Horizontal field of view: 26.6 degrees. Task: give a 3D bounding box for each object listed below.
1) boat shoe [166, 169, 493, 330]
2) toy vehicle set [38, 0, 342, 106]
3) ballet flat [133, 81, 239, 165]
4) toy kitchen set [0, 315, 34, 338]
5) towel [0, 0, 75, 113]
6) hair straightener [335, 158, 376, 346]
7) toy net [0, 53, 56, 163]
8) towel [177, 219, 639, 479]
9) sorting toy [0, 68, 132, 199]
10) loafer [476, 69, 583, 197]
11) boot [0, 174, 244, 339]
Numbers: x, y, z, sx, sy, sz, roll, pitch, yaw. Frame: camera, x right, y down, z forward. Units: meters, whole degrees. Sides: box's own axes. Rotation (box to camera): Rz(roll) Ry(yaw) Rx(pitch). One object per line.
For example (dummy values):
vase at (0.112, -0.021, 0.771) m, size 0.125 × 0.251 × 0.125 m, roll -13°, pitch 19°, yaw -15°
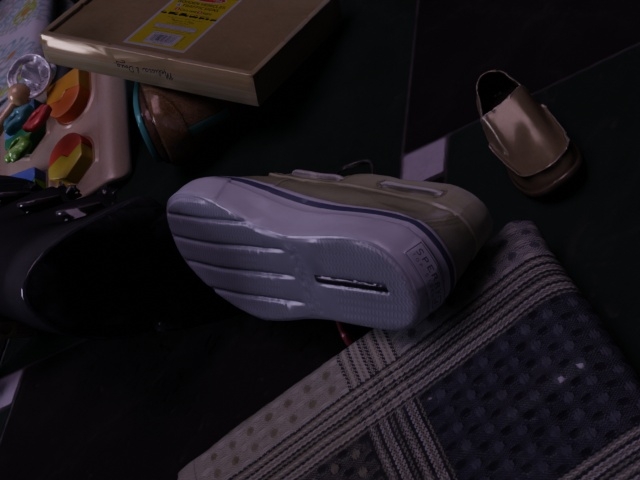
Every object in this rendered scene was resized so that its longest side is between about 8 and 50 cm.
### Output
boat shoe at (0.000, 0.000, 0.992) m, size 0.094 × 0.109 × 0.302 m, roll -34°, pitch 28°, yaw -31°
toy vehicle set at (-0.132, -0.216, 1.377) m, size 0.266 × 0.035 × 0.166 m, roll 15°, pitch 44°, yaw 28°
ballet flat at (-0.151, -0.199, 1.467) m, size 0.124 × 0.116 × 0.342 m, roll -22°, pitch 33°, yaw -1°
toy kitchen set at (-0.322, 0.121, 1.349) m, size 0.068 × 0.075 × 0.083 m, roll 18°, pitch 107°, yaw 59°
towel at (-0.464, -0.187, 1.824) m, size 0.320 × 0.090 × 0.374 m, roll -32°, pitch 34°, yaw 16°
hair straightener at (0.040, 0.002, 1.067) m, size 0.089 × 0.047 × 0.230 m, roll -37°, pitch 28°, yaw 12°
toy net at (-0.344, -0.155, 1.525) m, size 0.122 × 0.045 × 0.232 m, roll -27°, pitch 32°, yaw 33°
towel at (0.060, 0.167, 0.849) m, size 0.324 × 0.056 × 0.312 m, roll -36°, pitch 35°, yaw 9°
sorting toy at (-0.306, -0.107, 1.543) m, size 0.208 × 0.038 × 0.193 m, roll -27°, pitch 52°, yaw 25°
loafer at (0.149, -0.082, 1.021) m, size 0.056 × 0.050 × 0.148 m, roll -41°, pitch 32°, yaw 7°
boot at (-0.321, 0.035, 1.221) m, size 0.367 × 0.146 × 0.445 m, roll -22°, pitch 21°, yaw -31°
